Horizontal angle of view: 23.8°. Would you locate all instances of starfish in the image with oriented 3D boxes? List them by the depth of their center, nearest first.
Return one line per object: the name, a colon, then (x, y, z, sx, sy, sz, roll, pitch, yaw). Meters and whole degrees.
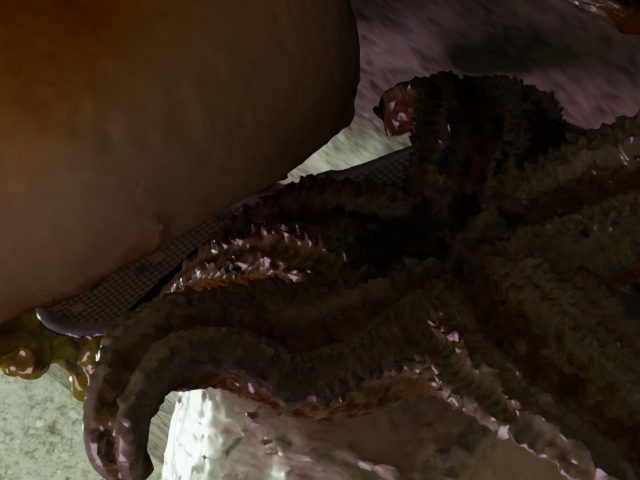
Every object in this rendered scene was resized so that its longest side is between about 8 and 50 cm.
starfish: (0.033, 0.019, 0.594, 0.303, 0.312, 0.113, 2, 120, 38)

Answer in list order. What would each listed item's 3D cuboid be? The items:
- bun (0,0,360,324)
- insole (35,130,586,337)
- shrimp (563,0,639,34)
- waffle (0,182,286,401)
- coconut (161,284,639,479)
bun: (-0.131, -0.075, 0.675, 0.299, 0.299, 0.165, 2, 118, 65)
insole: (0.000, 0.000, 0.731, 0.322, 0.109, 0.007, -6, 144, 22)
shrimp: (0.087, -0.128, 0.533, 0.187, 0.051, 0.132, 45, 177, 16)
waffle: (-0.130, -0.038, 0.876, 0.249, 0.253, 0.056, 20, 163, -27)
coconut: (0.059, 0.127, 0.804, 0.254, 0.297, 0.297, 13, 148, 45)
